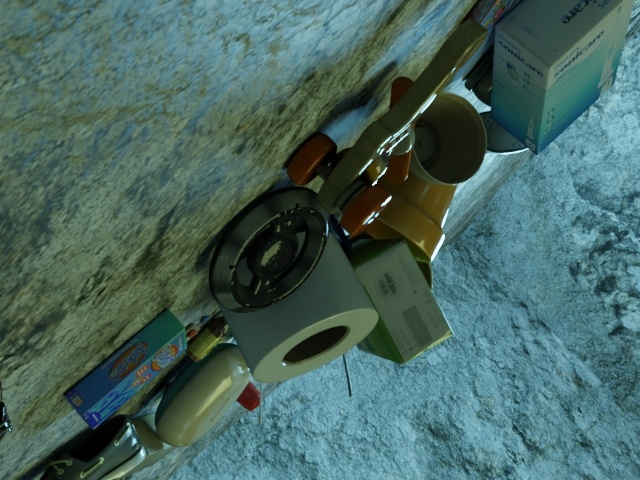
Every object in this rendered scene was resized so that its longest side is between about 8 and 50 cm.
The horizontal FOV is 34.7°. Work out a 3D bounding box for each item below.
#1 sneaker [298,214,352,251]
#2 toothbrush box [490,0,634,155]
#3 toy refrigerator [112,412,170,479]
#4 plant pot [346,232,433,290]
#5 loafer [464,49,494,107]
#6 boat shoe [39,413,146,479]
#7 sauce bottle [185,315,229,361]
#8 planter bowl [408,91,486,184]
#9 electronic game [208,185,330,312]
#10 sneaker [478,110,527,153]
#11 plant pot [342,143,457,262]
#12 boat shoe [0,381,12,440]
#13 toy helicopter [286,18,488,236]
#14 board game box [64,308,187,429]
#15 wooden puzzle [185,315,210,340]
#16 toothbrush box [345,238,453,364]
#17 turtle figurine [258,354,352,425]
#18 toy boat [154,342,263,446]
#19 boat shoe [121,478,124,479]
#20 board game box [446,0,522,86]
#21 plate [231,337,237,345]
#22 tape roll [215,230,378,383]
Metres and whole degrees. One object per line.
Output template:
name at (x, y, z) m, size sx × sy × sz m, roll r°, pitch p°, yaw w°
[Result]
sneaker at (0.000, 0.000, 1.966) m, size 0.090 × 0.081 × 0.232 m, roll -30°, pitch 172°, yaw 6°
toothbrush box at (0.412, -0.317, 1.770) m, size 0.216 × 0.126 × 0.295 m, roll -42°, pitch 159°, yaw -10°
toy refrigerator at (-0.387, 0.434, 2.202) m, size 0.102 × 0.094 × 0.269 m, roll -37°, pitch 171°, yaw 6°
plant pot at (0.089, 0.085, 2.271) m, size 0.237 × 0.237 × 0.254 m, roll -41°, pitch -168°, yaw -14°
loafer at (0.388, -0.363, 1.923) m, size 0.267 × 0.084 × 0.096 m, roll -47°, pitch 170°, yaw 23°
boat shoe at (-0.455, 0.426, 1.880) m, size 0.109 × 0.091 × 0.305 m, roll -2°, pitch -160°, yaw 41°
sauce bottle at (-0.206, 0.179, 1.973) m, size 0.128 × 0.042 × 0.042 m, roll -44°, pitch 171°, yaw 13°
planter bowl at (0.199, -0.175, 1.818) m, size 0.162 × 0.162 × 0.109 m, roll -39°, pitch -164°, yaw -24°
electronic game at (-0.076, 0.016, 1.586) m, size 0.229 × 0.048 × 0.229 m, roll -30°, pitch 141°, yaw -27°
sneaker at (0.314, -0.204, 2.036) m, size 0.163 × 0.226 × 0.086 m, roll 16°, pitch 78°, yaw -77°
plant pot at (0.170, -0.090, 1.955) m, size 0.188 × 0.205 × 0.205 m, roll -58°, pitch 172°, yaw -8°
boat shoe at (-0.402, 0.213, 1.230) m, size 0.066 × 0.066 × 0.183 m, roll -37°, pitch 169°, yaw -35°
toy helicopter at (0.124, -0.177, 1.509) m, size 0.355 × 0.140 × 0.235 m, roll -50°, pitch 171°, yaw 20°
board game box at (-0.310, 0.212, 1.664) m, size 0.210 × 0.047 × 0.160 m, roll -42°, pitch 170°, yaw -16°
wooden puzzle at (-0.251, 0.182, 1.882) m, size 0.116 × 0.014 × 0.078 m, roll -44°, pitch 171°, yaw 3°
toothbrush box at (0.116, 0.112, 1.993) m, size 0.122 × 0.206 × 0.283 m, roll -29°, pitch -172°, yaw -12°
turtle figurine at (-0.041, 0.213, 2.116) m, size 0.266 × 0.198 × 0.274 m, roll 71°, pitch 25°, yaw -54°
toy boat at (-0.241, 0.315, 2.201) m, size 0.267 × 0.148 × 0.318 m, roll -50°, pitch 162°, yaw 11°
boat shoe at (-0.505, 0.537, 2.183) m, size 0.228 × 0.081 × 0.068 m, roll -38°, pitch 174°, yaw -14°
board game box at (0.264, -0.348, 1.653) m, size 0.145 × 0.027 × 0.281 m, roll -37°, pitch 169°, yaw -40°
plate at (-0.133, 0.165, 2.267) m, size 0.188 × 0.024 × 0.188 m, roll -41°, pitch 170°, yaw -9°
tape roll at (-0.043, 0.117, 1.795) m, size 0.246 × 0.169 × 0.246 m, roll -25°, pitch 158°, yaw -11°
